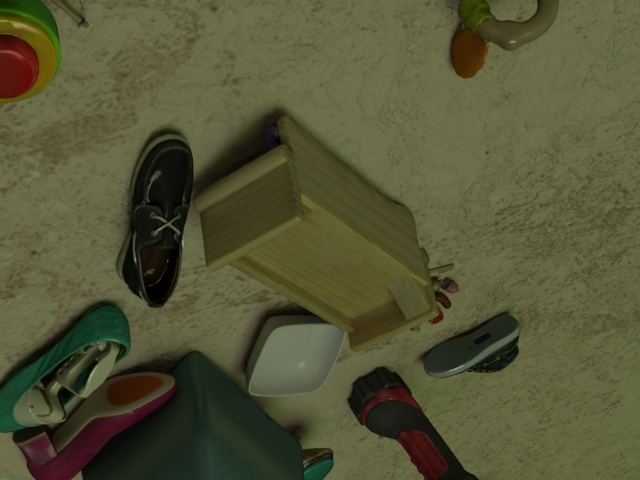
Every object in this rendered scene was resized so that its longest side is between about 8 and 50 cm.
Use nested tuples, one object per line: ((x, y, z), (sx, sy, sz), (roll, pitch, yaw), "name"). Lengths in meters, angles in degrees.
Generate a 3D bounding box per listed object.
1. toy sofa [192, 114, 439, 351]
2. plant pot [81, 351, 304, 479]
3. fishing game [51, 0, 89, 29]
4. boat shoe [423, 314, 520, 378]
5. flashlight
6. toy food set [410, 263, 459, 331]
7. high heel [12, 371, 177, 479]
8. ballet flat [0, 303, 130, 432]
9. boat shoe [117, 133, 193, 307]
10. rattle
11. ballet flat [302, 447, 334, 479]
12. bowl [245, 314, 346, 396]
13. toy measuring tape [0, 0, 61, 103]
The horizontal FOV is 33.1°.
((0.000, 0.000, 1.464), (0.150, 0.177, 0.363), (-28, 143, 24), "toy sofa")
((-0.173, 0.361, 1.512), (0.247, 0.252, 0.248), (-42, 111, 6), "plant pot")
((-0.205, -0.347, 1.127), (0.264, 0.041, 0.189), (-44, 132, 7), "fishing game")
((0.262, 0.202, 1.828), (0.183, 0.065, 0.083), (-25, 133, -13), "boat shoe")
((0.152, 0.334, 1.700), (0.103, 0.304, 0.103), (-46, 133, 10), "flashlight")
((0.187, 0.096, 1.730), (0.078, 0.019, 0.122), (-13, 131, -22), "toy food set")
((-0.304, 0.274, 1.529), (0.244, 0.082, 0.117), (-26, 127, -6), "high heel")
((-0.348, 0.190, 1.437), (0.247, 0.087, 0.083), (-43, 135, 7), "ballet flat")
((-0.198, -0.023, 1.365), (0.084, 0.079, 0.233), (-2, 123, -30), "boat shoe")
((0.265, -0.314, 1.417), (0.199, 0.130, 0.142), (-53, 151, -21), "rattle")
((-0.131, 0.430, 1.744), (0.348, 0.123, 0.123), (-46, 134, 7), "ballet flat")
((-0.044, 0.167, 1.626), (0.142, 0.053, 0.142), (3, 122, -32), "bowl")
((-0.337, -0.157, 1.155), (0.121, 0.121, 0.330), (-10, 137, -24), "toy measuring tape")
